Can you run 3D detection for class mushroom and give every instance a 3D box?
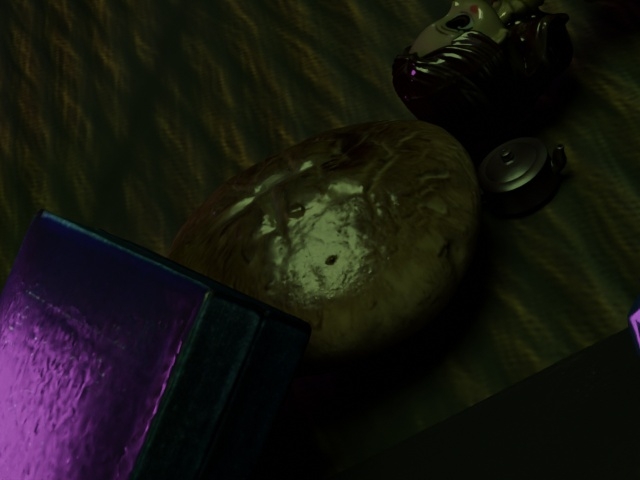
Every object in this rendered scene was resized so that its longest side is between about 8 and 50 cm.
[{"bbox_3d":[0.000,0.000,1.221,0.278,0.146,0.278,-22,37,18],"label":"mushroom"}]

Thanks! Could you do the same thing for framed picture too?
[{"bbox_3d":[0.139,0.186,1.002,0.324,0.013,0.244,-28,34,10],"label":"framed picture"}]

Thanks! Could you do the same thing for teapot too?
[{"bbox_3d":[0.158,-0.057,1.251,0.100,0.045,0.068,-18,36,20],"label":"teapot"}]

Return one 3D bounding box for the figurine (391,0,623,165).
[{"bbox_3d":[0.192,-0.216,1.307,0.315,0.168,0.187,-40,44,-12],"label":"figurine"}]

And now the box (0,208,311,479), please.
[{"bbox_3d":[-0.166,0.143,1.121,0.261,0.116,0.279,20,87,52],"label":"box"}]

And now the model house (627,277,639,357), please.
[{"bbox_3d":[0.379,0.082,0.560,0.445,0.400,0.395,-25,41,12],"label":"model house"}]
